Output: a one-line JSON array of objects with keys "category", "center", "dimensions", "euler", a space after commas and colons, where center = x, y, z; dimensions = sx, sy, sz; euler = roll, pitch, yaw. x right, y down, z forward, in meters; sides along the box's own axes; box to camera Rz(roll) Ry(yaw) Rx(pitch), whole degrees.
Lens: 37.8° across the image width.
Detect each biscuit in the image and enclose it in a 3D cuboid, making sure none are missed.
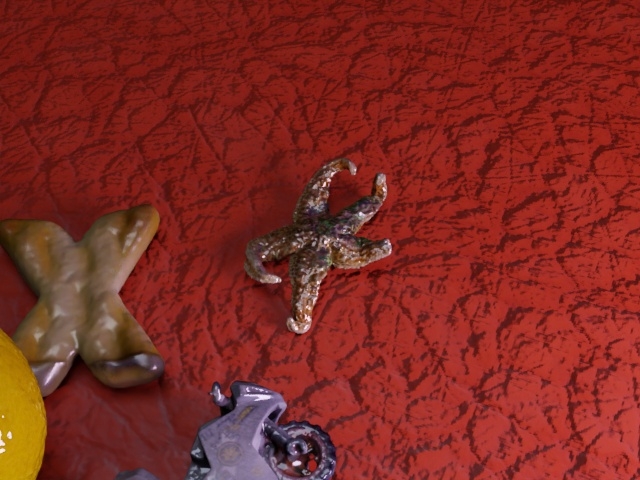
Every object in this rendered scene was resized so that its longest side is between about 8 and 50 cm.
[{"category": "biscuit", "center": [-0.235, 0.056, 0.905], "dimensions": [0.164, 0.047, 0.207], "euler": [-5, 51, -7]}]

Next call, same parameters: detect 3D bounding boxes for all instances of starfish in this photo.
[{"category": "starfish", "center": [0.002, 0.006, 0.967], "dimensions": [0.150, 0.053, 0.209], "euler": [3, 53, 17]}]

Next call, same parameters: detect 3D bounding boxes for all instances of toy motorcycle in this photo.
[{"category": "toy motorcycle", "center": [-0.099, 0.189, 0.780], "dimensions": [0.215, 0.080, 0.122], "euler": [-22, 54, -14]}]

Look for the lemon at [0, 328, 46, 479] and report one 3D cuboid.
[{"category": "lemon", "center": [-0.315, 0.143, 0.739], "dimensions": [0.187, 0.187, 0.244], "euler": [-30, 72, -24]}]
